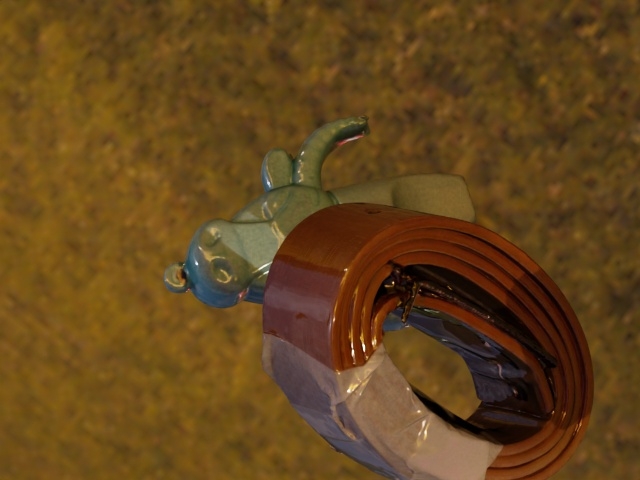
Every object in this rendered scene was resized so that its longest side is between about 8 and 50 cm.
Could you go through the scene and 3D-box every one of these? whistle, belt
[{"bbox_3d":[0.000,0.000,1.609,0.093,0.274,0.186,119,134,-70],"label":"whistle"},{"bbox_3d":[0.078,0.082,1.375,0.261,0.184,0.105,31,169,-35],"label":"belt"}]
